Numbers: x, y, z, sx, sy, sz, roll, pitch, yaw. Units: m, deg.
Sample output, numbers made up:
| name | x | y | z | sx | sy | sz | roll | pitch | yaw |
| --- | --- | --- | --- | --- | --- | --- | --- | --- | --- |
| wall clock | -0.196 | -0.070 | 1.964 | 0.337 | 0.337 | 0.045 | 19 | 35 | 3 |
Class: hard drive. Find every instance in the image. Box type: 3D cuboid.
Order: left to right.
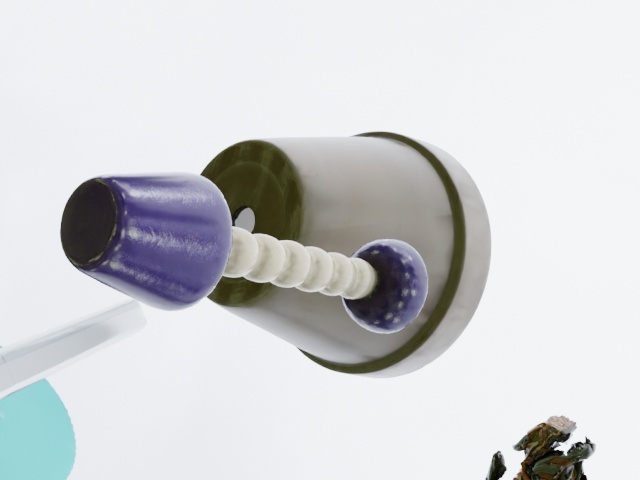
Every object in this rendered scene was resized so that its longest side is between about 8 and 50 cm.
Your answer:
| name | x | y | z | sx | sy | sz | roll | pitch | yaw |
| --- | --- | --- | --- | --- | --- | --- | --- | --- | --- |
| hard drive | -0.353 | 0.147 | 0.927 | 0.233 | 0.353 | 0.047 | -24 | -90 | 11 |

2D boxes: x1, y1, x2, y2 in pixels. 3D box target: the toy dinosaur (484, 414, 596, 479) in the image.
| name | x | y | z | sx | sy | sz | roll | pitch | yaw |
| --- | --- | --- | --- | --- | --- | --- | --- | --- | --- |
| toy dinosaur | 0.259 | 0.350 | 0.956 | 0.218 | 0.164 | 0.321 | 33 | -35 | 42 |

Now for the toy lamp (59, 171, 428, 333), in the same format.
| name | x | y | z | sx | sy | sz | roll | pitch | yaw |
| --- | --- | --- | --- | --- | --- | --- | --- | --- | --- |
| toy lamp | -0.033 | 0.014 | 0.534 | 0.080 | 0.275 | 0.080 | -10 | -107 | 36 |

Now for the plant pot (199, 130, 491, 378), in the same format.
| name | x | y | z | sx | sy | sz | roll | pitch | yaw |
| --- | --- | --- | --- | --- | --- | --- | --- | --- | --- |
| plant pot | 0.000 | 0.000 | 1.058 | 0.323 | 0.280 | 0.323 | -9 | -105 | 38 |

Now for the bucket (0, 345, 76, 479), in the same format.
| name | x | y | z | sx | sy | sz | roll | pitch | yaw |
| --- | --- | --- | --- | --- | --- | --- | --- | --- | --- |
| bucket | -0.468 | 0.276 | 1.135 | 0.183 | 0.281 | 0.281 | -40 | -114 | 16 |
